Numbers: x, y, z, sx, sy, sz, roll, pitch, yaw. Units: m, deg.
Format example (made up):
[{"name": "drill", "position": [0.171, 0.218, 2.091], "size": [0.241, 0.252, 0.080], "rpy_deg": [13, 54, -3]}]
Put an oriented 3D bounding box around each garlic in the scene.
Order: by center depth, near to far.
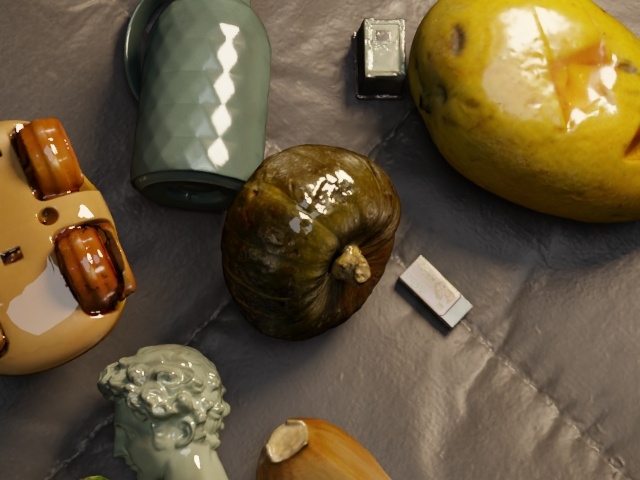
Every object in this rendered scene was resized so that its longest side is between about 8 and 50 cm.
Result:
[{"name": "garlic", "position": [0.024, 0.267, 1.429], "size": [0.206, 0.128, 0.115], "rpy_deg": [37, 33, -4]}]

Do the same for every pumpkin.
[{"name": "pumpkin", "position": [0.000, 0.000, 1.430], "size": [0.162, 0.219, 0.219], "rpy_deg": [32, 74, 34]}]

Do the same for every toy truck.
[{"name": "toy truck", "position": [-0.316, 0.004, 1.400], "size": [0.204, 0.212, 0.288], "rpy_deg": [-24, 77, -10]}]

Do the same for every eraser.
[{"name": "eraser", "position": [0.129, 0.058, 1.528], "size": [0.083, 0.019, 0.038], "rpy_deg": [44, 76, 5]}]

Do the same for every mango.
[{"name": "mango", "position": [0.268, -0.151, 1.519], "size": [0.364, 0.182, 0.253], "rpy_deg": [27, 73, -11]}]

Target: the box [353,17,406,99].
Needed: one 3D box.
[{"name": "box", "position": [0.071, -0.210, 1.560], "size": [0.060, 0.063, 0.085], "rpy_deg": [1, 79, -6]}]

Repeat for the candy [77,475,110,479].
[{"name": "candy", "position": [-0.201, 0.375, 1.374], "size": [0.084, 0.078, 0.288], "rpy_deg": [-27, 105, -51]}]

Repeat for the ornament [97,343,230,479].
[{"name": "ornament", "position": [-0.137, 0.245, 1.410], "size": [0.130, 0.120, 0.285], "rpy_deg": [-13, 80, -28]}]

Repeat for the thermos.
[{"name": "thermos", "position": [-0.138, -0.183, 1.503], "size": [0.182, 0.145, 0.287], "rpy_deg": [-5, 73, 28]}]
